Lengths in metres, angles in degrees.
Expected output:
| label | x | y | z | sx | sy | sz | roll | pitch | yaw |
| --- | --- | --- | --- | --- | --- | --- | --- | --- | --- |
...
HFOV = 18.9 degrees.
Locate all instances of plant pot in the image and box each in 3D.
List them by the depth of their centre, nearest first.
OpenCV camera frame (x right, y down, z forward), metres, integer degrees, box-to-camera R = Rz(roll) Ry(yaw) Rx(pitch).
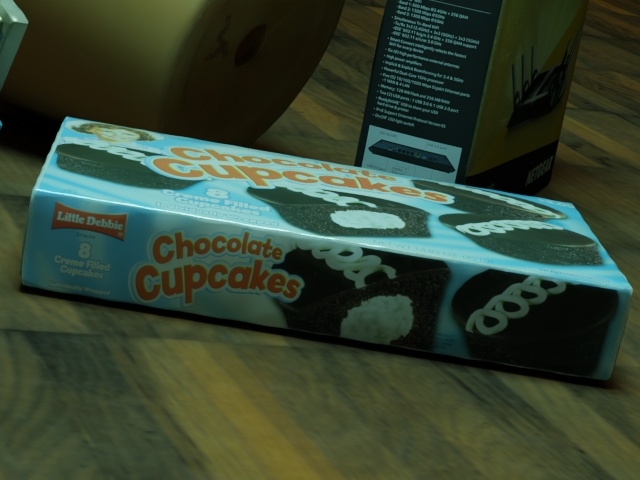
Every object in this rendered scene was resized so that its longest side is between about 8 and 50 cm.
| label | x | y | z | sx | sy | sz | roll | pitch | yaw |
| --- | --- | --- | --- | --- | --- | --- | --- | --- | --- |
| plant pot | -0.118 | -0.182 | 1.336 | 0.203 | 0.291 | 0.291 | 36 | 24 | 21 |

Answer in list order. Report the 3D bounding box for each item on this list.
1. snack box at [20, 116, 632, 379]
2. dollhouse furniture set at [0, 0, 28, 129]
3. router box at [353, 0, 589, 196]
| label | x | y | z | sx | sy | sz | roll | pitch | yaw |
| --- | --- | --- | --- | --- | --- | --- | --- | --- | --- |
| snack box | 0.000 | 0.000 | 1.100 | 0.322 | 0.060 | 0.187 | 9 | 14 | -5 |
| dollhouse furniture set | -0.234 | -0.061 | 1.098 | 0.129 | 0.129 | 0.183 | 0 | 42 | -37 |
| router box | 0.119 | -0.141 | 1.360 | 0.081 | 0.243 | 0.309 | 15 | 16 | 16 |
